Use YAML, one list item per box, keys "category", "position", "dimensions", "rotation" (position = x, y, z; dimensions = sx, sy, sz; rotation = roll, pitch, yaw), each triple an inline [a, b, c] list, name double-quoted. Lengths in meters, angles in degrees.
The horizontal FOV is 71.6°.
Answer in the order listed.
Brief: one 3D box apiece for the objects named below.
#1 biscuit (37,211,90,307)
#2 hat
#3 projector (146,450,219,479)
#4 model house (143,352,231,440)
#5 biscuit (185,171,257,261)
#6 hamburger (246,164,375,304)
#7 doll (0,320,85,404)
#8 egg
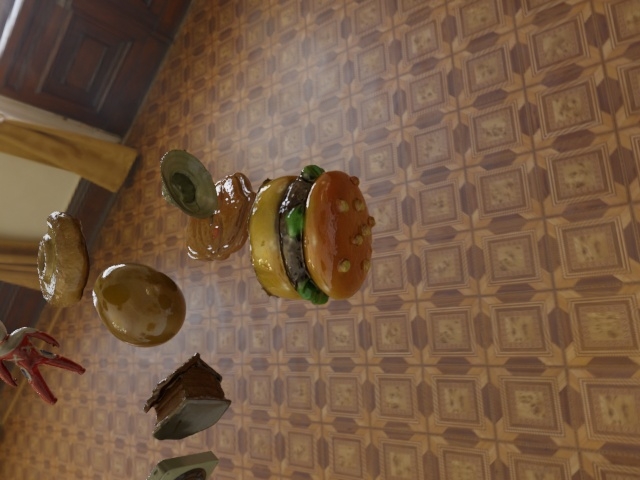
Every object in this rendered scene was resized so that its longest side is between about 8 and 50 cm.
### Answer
- category: "biscuit"
  position: [-0.730, 0.068, 1.250]
  dimensions: [0.213, 0.091, 0.274]
  rotation: [34, 112, 39]
- category: "hat"
  position: [-0.471, -0.172, 1.493]
  dimensions: [0.110, 0.252, 0.252]
  rotation: [-22, 69, 26]
- category: "projector"
  position: [-0.467, 0.799, 1.388]
  dimensions: [0.079, 0.259, 0.257]
  rotation: [32, 89, 31]
- category: "model house"
  position: [-0.457, 0.523, 1.503]
  dimensions: [0.199, 0.219, 0.229]
  rotation: [-49, 40, 8]
- category: "biscuit"
  position: [-0.398, -0.081, 1.745]
  dimensions: [0.455, 0.078, 0.349]
  rotation: [-23, 62, 39]
- category: "hamburger"
  position: [0.000, 0.000, 1.274]
  dimensions: [0.277, 0.396, 0.395]
  rotation: [-3, 81, 26]
- category: "doll"
  position: [-0.990, 0.381, 1.482]
  dimensions: [0.099, 0.384, 0.188]
  rotation: [0, 42, 50]
- category: "egg"
  position: [-0.598, 0.207, 1.467]
  dimensions: [0.322, 0.250, 0.250]
  rotation: [35, 105, 11]
